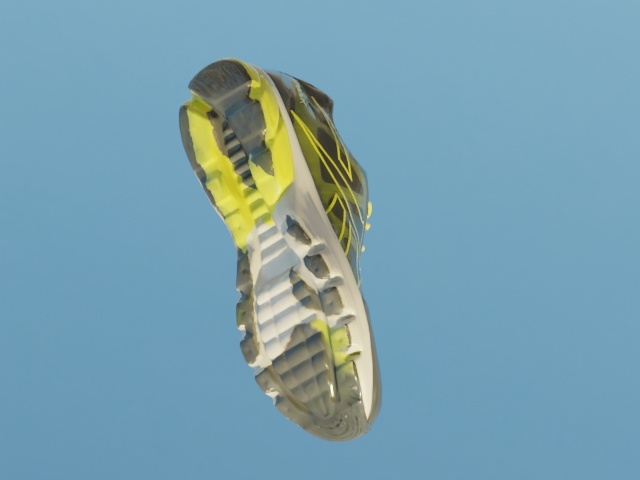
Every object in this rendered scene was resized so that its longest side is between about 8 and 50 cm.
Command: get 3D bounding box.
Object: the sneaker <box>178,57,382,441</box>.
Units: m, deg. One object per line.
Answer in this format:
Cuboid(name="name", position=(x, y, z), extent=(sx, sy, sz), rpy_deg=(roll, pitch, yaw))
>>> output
Cuboid(name="sneaker", position=(0.000, 0.000, 0.380), extent=(0.035, 0.031, 0.083), rpy_deg=(-9, -100, -49))
